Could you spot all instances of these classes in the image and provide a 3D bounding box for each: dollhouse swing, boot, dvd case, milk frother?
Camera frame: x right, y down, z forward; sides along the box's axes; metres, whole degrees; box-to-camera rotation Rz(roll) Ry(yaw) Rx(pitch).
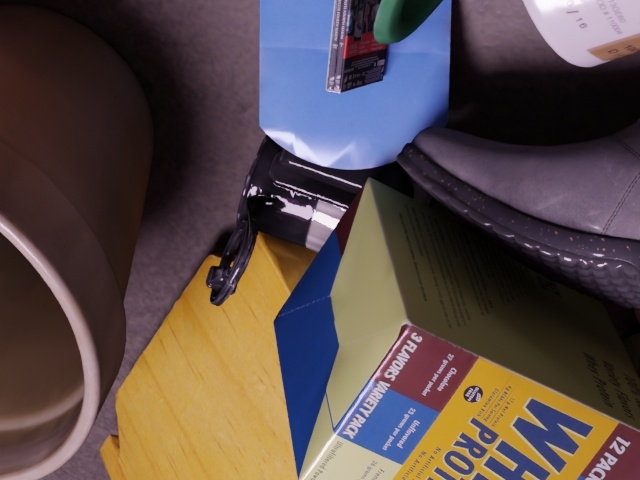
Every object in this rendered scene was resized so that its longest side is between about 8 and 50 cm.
[{"bbox_3d":[0.050,0.181,1.422,0.315,0.305,0.347,61,139,25],"label":"dollhouse swing"},{"bbox_3d":[0.227,-0.066,1.061,0.338,0.222,0.118,25,176,34],"label":"boot"},{"bbox_3d":[0.029,-0.161,1.095,0.013,0.087,0.119,12,105,19],"label":"dvd case"},{"bbox_3d":[0.000,0.000,1.223,0.135,0.129,0.143,20,88,6],"label":"milk frother"}]

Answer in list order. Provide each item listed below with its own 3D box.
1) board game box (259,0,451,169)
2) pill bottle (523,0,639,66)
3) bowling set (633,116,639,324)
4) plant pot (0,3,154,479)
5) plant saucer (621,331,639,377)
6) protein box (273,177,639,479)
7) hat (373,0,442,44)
[{"bbox_3d":[0.025,-0.136,1.163,0.133,0.033,0.168,1,101,5],"label":"board game box"},{"bbox_3d":[0.237,-0.194,0.980,0.229,0.131,0.131,-15,121,32],"label":"pill bottle"},{"bbox_3d":[0.314,0.051,1.131,0.154,0.287,0.200,-7,158,34],"label":"bowling set"},{"bbox_3d":[-0.258,-0.026,1.225,0.323,0.280,0.323,12,132,14],"label":"plant pot"},{"bbox_3d":[0.290,0.125,1.201,0.188,0.188,0.045,14,114,11],"label":"plant saucer"},{"bbox_3d":[0.094,0.094,1.117,0.201,0.200,0.136,25,113,-19],"label":"protein box"},{"bbox_3d":[0.024,-0.254,1.019,0.183,0.173,0.208,36,130,8],"label":"hat"}]
